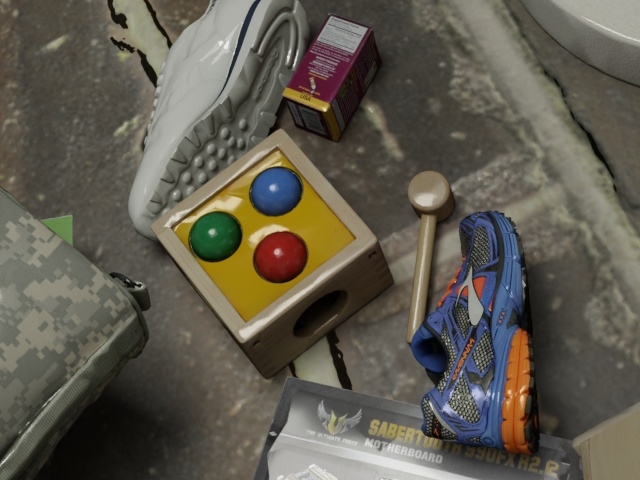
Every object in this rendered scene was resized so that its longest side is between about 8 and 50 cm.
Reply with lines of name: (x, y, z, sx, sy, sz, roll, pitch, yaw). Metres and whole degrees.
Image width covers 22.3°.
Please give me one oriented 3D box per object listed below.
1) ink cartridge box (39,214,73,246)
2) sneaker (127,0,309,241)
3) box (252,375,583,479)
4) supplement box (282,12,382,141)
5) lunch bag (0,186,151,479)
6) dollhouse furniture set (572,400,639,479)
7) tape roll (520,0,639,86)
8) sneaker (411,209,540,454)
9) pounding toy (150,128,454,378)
ink cartridge box: (-0.286, 0.052, 1.287, 0.209, 0.062, 0.109, -7, 64, 8)
sneaker: (-0.097, -0.103, 1.317, 0.094, 0.090, 0.235, 15, 66, 33)
box: (0.060, 0.209, 1.144, 0.231, 0.056, 0.183, 11, 67, 16)
supplement box: (0.010, -0.131, 1.312, 0.043, 0.055, 0.083, 23, 71, 21)
lunch bag: (-0.293, 0.096, 1.097, 0.256, 0.212, 0.305, 27, 62, 26)
dollhouse furniture set: (0.263, 0.278, 1.042, 0.286, 0.198, 0.303, -33, 105, 19)
tape roll: (0.328, -0.298, 1.314, 0.392, 0.072, 0.392, -4, 66, 10)
sneaker: (0.107, 0.058, 1.160, 0.087, 0.083, 0.221, -4, 39, 7)
pounding toy: (0.010, 0.003, 1.228, 0.206, 0.094, 0.181, -37, 64, -6)
